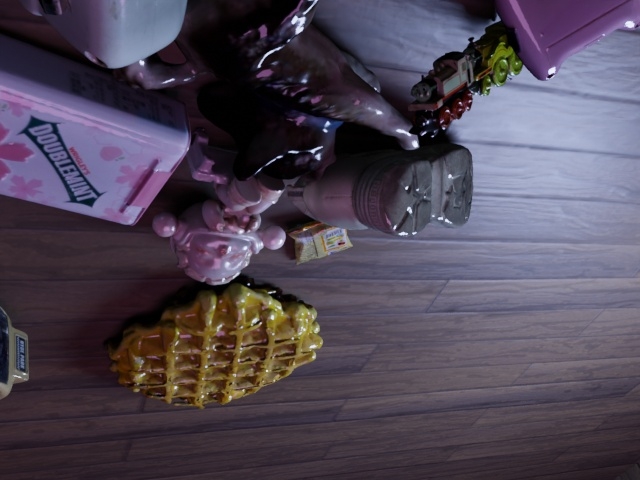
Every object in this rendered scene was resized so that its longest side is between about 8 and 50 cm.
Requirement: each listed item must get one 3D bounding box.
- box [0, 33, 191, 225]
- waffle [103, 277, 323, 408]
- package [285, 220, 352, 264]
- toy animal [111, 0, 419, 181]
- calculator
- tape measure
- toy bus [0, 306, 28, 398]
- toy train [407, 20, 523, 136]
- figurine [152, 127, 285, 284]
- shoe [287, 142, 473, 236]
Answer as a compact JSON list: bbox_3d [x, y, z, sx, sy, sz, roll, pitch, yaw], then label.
[{"bbox_3d":[-0.363,-0.142,0.886,0.370,0.112,0.190,18,131,-35],"label":"box"},{"bbox_3d":[-0.194,0.216,1.432,0.382,0.095,0.380,-34,142,24],"label":"waffle"},{"bbox_3d":[0.000,-0.001,1.275,0.108,0.031,0.120,-16,149,-1],"label":"package"},{"bbox_3d":[-0.065,-0.188,0.886,0.303,0.194,0.344,-24,141,-1],"label":"toy animal"},{"bbox_3d":[0.294,-0.343,0.891,0.194,0.043,0.294,-30,125,5],"label":"calculator"},{"bbox_3d":[-0.225,-0.291,0.648,0.125,0.246,0.243,-35,155,-25],"label":"tape measure"},{"bbox_3d":[-0.656,0.212,1.166,0.365,0.176,0.202,-25,146,15],"label":"toy bus"},{"bbox_3d":[0.187,-0.210,0.941,0.250,0.053,0.085,-39,128,-39],"label":"toy train"},{"bbox_3d":[-0.155,-0.030,1.101,0.182,0.144,0.256,-13,146,-42],"label":"figurine"},{"bbox_3d":[0.098,-0.084,1.130,0.211,0.132,0.342,8,-168,33],"label":"shoe"}]
